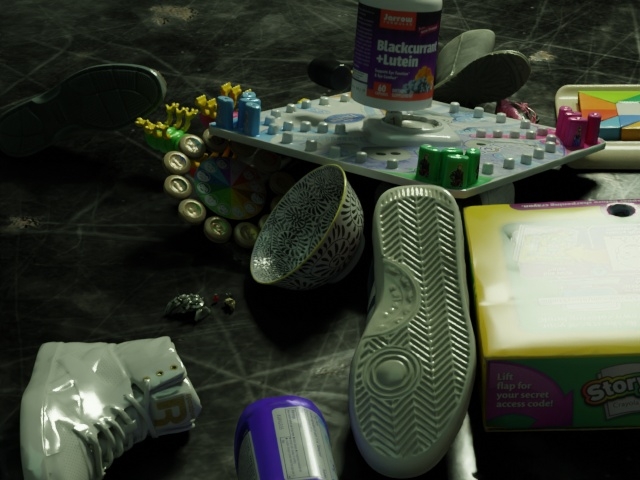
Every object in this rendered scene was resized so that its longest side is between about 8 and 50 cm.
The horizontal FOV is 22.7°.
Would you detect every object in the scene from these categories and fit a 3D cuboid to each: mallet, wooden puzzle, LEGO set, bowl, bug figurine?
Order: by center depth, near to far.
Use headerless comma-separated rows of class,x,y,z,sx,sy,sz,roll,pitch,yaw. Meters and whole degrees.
LEGO set,-0.142,0.070,1.872,0.083,0.023,0.054,-17,31,-24
bowl,0.000,0.000,1.903,0.170,0.080,0.170,-40,29,27
mallet,0.078,-0.222,2.154,0.189,0.039,0.062,0,16,-26
bug figurine,-0.119,-0.136,2.201,0.216,0.072,0.279,24,32,29
wooden puzzle,0.446,-0.170,2.245,0.220,0.044,0.239,1,29,6

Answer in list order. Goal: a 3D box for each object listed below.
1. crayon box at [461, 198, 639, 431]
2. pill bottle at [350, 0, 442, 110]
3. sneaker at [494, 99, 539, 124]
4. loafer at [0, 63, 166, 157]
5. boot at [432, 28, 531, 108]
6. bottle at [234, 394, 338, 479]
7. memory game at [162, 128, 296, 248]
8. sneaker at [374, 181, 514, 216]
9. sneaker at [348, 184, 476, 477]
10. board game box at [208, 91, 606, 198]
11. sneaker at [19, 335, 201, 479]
crayon box,0.344,0.074,1.735,0.362,0.106,0.313,-2,31,1
pill bottle,0.099,-0.271,2.042,0.108,0.194,0.108,4,18,-1
sneaker,0.289,-0.171,2.269,0.057,0.047,0.119,3,28,-14
loafer,-0.335,-0.193,2.260,0.267,0.096,0.084,-16,10,17
boot,0.239,-0.261,2.366,0.189,0.076,0.208,-18,16,26
bottle,-0.020,0.255,1.420,0.092,0.118,0.283,-6,27,-6
memory game,-0.113,-0.069,2.036,0.186,0.012,0.186,13,52,-17
sneaker,0.116,-0.023,1.950,0.153,0.101,0.268,16,28,32
sneaker,0.104,0.114,1.688,0.131,0.148,0.350,3,53,9
board game box,0.120,-0.154,2.086,0.390,0.050,0.390,16,21,33
sneaker,-0.205,0.178,1.593,0.169,0.108,0.292,-6,27,0
